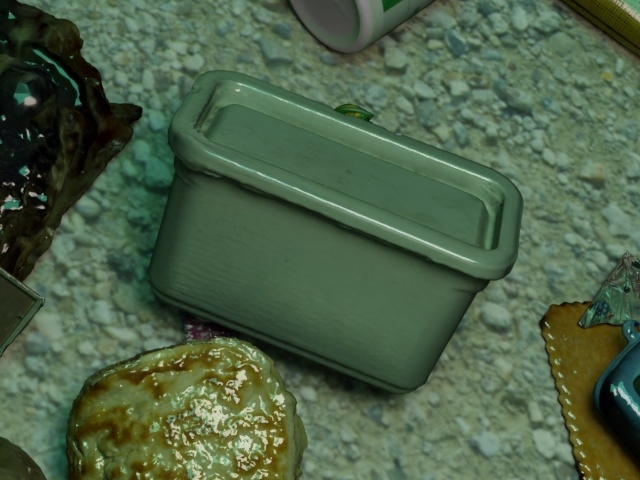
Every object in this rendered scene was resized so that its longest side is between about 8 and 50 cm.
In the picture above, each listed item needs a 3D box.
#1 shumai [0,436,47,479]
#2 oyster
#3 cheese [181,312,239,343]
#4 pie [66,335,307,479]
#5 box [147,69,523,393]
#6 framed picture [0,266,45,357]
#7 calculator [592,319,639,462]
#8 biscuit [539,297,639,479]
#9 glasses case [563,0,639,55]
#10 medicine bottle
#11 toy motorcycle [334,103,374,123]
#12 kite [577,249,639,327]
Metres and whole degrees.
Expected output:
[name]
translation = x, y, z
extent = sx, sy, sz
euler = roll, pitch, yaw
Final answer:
[shumai]
translation = -0.368, 0.200, 1.120
extent = 0.346, 0.283, 0.217
euler = -3, 66, -12
[oyster]
translation = -0.325, -0.086, 1.390
extent = 0.221, 0.096, 0.361
euler = 27, 58, 9
[cheese]
translation = -0.097, 0.108, 1.369
extent = 0.095, 0.038, 0.145
euler = 0, 63, -15
[pie]
translation = -0.114, 0.179, 1.288
extent = 0.205, 0.084, 0.179
euler = -19, 82, -5
[box]
translation = 0.000, 0.000, 1.350
extent = 0.311, 0.182, 0.175
euler = 22, 30, -2
[framed picture]
translation = -0.322, 0.077, 1.294
extent = 0.109, 0.011, 0.149
euler = 39, 85, -16
[calculator]
translation = 0.381, 0.186, 1.415
extent = 0.173, 0.051, 0.293
euler = -35, 79, -26
[biscuit]
translation = 0.339, 0.159, 1.460
extent = 0.232, 0.013, 0.237
euler = -4, 65, -15
[glasses case]
translation = 0.322, -0.264, 1.645
extent = 0.234, 0.064, 0.079
euler = 38, 69, 6
[medicine bottle]
translation = 0.099, -0.314, 1.578
extent = 0.274, 0.133, 0.133
euler = -37, 77, -25
[toy motorcycle]
translation = 0.056, -0.071, 1.458
extent = 0.190, 0.106, 0.074
euler = 33, 61, 6
[kite]
translation = 0.316, 0.078, 1.485
extent = 0.139, 0.011, 0.157
euler = 0, 63, -10
